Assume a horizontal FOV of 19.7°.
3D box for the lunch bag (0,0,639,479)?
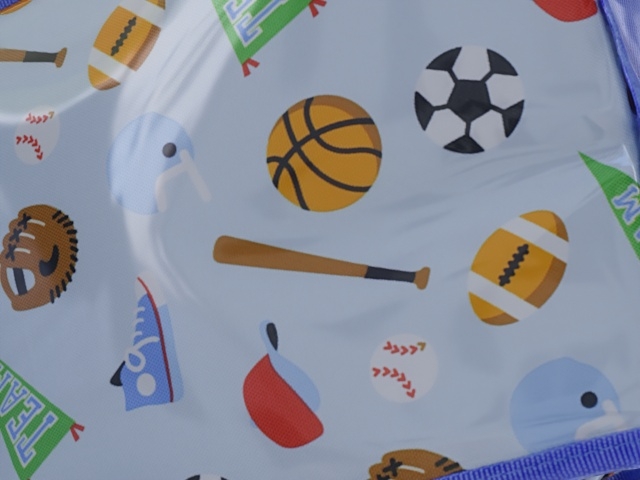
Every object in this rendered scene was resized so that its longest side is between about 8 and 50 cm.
[{"bbox_3d":[0.000,0.000,0.894,0.239,0.385,0.328,7,64,-54],"label":"lunch bag"}]
